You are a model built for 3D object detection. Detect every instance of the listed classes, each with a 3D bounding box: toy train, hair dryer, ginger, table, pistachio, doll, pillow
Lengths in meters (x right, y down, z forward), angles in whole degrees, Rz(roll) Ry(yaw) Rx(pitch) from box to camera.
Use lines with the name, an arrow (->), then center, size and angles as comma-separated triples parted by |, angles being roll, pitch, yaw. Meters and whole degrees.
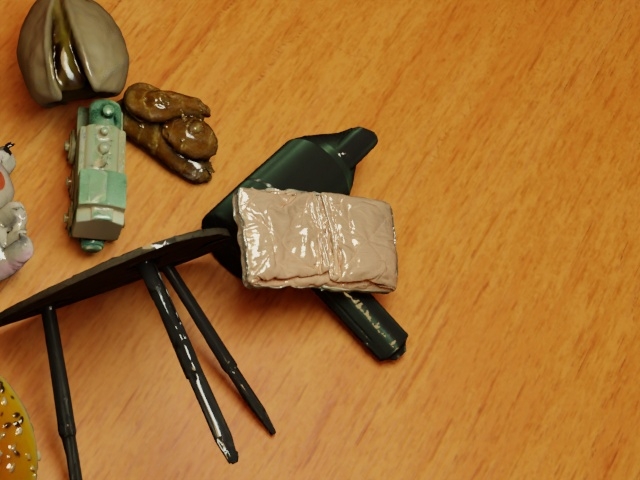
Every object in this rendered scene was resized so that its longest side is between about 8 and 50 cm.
toy train -> -0.276, -0.086, 1.761 | 0.081, 0.125, 0.193 | 5, 65, -16
hair dryer -> 0.031, 0.008, 1.821 | 0.302, 0.116, 0.244 | 48, 63, -2
ginger -> -0.191, -0.150, 1.826 | 0.162, 0.103, 0.073 | 36, 54, 1
table -> -0.183, 0.145, 1.607 | 0.317, 0.317, 0.249 | -20, 87, -22
pistachio -> -0.315, -0.238, 1.783 | 0.138, 0.153, 0.238 | -20, 35, -4
doll -> -0.422, -0.034, 1.716 | 0.149, 0.095, 0.192 | -9, 66, -25
pillow -> 0.000, 0.000, 1.725 | 0.233, 0.043, 0.126 | 4, 73, -32

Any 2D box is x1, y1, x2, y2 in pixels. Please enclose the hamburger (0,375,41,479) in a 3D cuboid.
hamburger -> -0.437, 0.246, 1.494 | 0.300, 0.176, 0.300 | 5, 80, -30
